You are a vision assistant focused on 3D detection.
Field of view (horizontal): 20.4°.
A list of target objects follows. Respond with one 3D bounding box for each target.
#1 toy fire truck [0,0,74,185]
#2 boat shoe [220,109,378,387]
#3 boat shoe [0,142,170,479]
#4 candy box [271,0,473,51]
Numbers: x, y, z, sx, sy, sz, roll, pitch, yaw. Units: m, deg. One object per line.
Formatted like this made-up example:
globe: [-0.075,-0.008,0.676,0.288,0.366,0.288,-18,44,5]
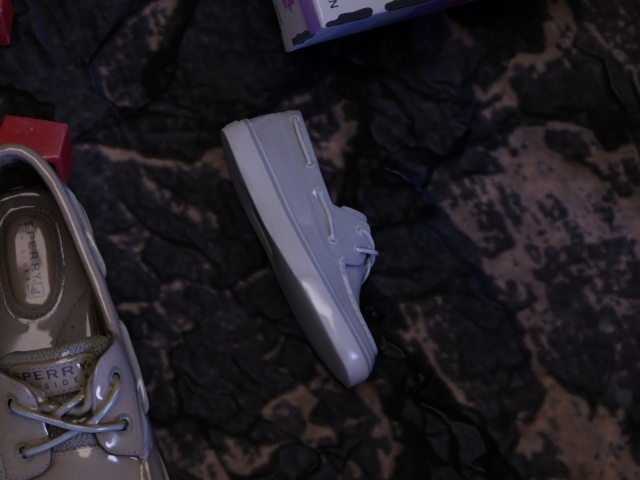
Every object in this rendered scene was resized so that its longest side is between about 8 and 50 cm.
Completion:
toy fire truck: [-0.245,-0.103,1.106,0.192,0.047,0.135,5,67,0]
boat shoe: [0.000,0.000,1.069,0.063,0.066,0.184,-22,60,-10]
boat shoe: [-0.149,0.090,0.999,0.109,0.098,0.302,-11,68,-7]
candy box: [0.050,-0.224,1.111,0.196,0.070,0.165,-18,91,-21]
